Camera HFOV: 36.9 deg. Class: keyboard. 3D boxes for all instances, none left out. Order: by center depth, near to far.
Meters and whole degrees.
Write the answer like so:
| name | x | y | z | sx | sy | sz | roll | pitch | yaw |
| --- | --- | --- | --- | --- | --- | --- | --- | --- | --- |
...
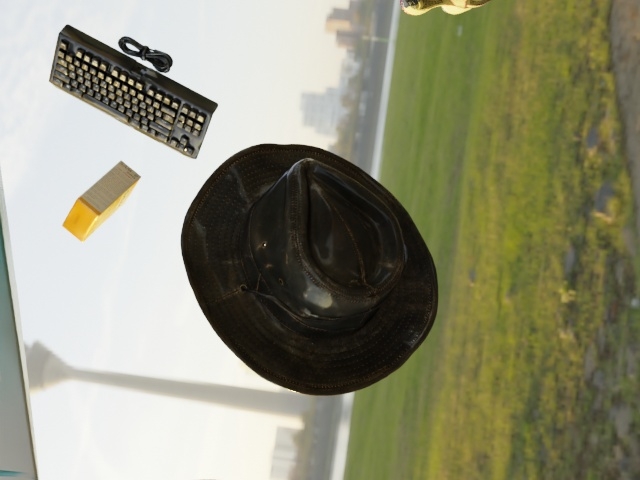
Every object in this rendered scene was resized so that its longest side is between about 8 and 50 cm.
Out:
| name | x | y | z | sx | sy | sz | roll | pitch | yaw |
| --- | --- | --- | --- | --- | --- | --- | --- | --- | --- |
| keyboard | -0.196 | -0.162 | 1.008 | 0.108 | 0.180 | 0.023 | -62 | 2 | 38 |

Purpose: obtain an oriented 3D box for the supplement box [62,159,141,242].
| name | x | y | z | sx | sy | sz | roll | pitch | yaw |
| --- | --- | --- | --- | --- | --- | --- | --- | --- | --- |
| supplement box | -0.276 | -0.050 | 1.216 | 0.062 | 0.036 | 0.098 | -48 | 4 | 43 |

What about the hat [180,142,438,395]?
| name | x | y | z | sx | sy | sz | roll | pitch | yaw |
| --- | --- | --- | --- | --- | --- | --- | --- | --- | --- |
| hat | 0.000 | 0.000 | 1.094 | 0.134 | 0.331 | 0.331 | 115 | 166 | -59 |

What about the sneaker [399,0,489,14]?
| name | x | y | z | sx | sy | sz | roll | pitch | yaw |
| --- | --- | --- | --- | --- | --- | --- | --- | --- | --- |
| sneaker | 0.159 | -0.314 | 1.156 | 0.178 | 0.077 | 0.072 | -19 | -78 | -50 |

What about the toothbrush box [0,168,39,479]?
| name | x | y | z | sx | sy | sz | roll | pitch | yaw |
| --- | --- | --- | --- | --- | --- | --- | --- | --- | --- |
| toothbrush box | -0.233 | 0.014 | 0.524 | 0.216 | 0.126 | 0.296 | -135 | 41 | -61 |

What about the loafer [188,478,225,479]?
| name | x | y | z | sx | sy | sz | roll | pitch | yaw |
| --- | --- | --- | --- | --- | --- | --- | --- | --- | --- |
| loafer | -0.132 | 0.259 | 0.893 | 0.061 | 0.170 | 0.062 | 45 | -147 | -70 |
